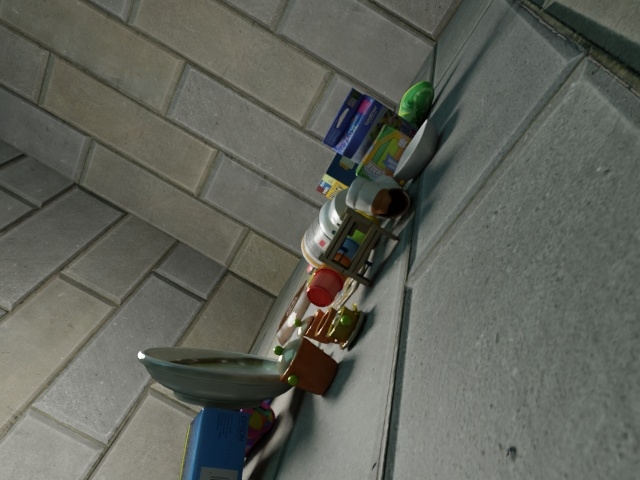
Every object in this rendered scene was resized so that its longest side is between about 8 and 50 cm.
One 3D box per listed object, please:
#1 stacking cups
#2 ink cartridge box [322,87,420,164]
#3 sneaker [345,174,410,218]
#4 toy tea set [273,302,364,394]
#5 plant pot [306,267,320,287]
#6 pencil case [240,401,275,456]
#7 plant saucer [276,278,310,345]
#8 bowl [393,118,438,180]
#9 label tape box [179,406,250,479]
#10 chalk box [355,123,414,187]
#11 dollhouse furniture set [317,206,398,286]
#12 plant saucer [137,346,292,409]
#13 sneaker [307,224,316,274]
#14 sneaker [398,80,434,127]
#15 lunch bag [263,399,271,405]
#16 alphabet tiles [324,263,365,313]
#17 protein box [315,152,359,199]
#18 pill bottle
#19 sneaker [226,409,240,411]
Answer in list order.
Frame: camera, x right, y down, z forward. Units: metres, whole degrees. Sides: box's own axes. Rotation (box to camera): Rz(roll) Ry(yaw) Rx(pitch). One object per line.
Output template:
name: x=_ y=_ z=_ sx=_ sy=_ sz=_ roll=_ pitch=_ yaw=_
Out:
stacking cups: x=0.059 y=0.048 z=1.333 sx=0.096 sy=0.096 sz=0.316 roll=-56 pitch=1 yaw=44
ink cartridge box: x=0.162 y=-0.311 z=1.636 sx=0.065 sy=0.311 sz=0.185 roll=43 pitch=107 yaw=44
sneaker: x=0.166 y=-0.092 z=1.322 sx=0.290 sy=0.123 sz=0.105 roll=-16 pitch=-52 yaw=-65
toy tea set: x=-0.027 y=0.212 z=1.165 sx=0.200 sy=0.124 sz=0.336 roll=-61 pitch=4 yaw=-13
plant pot: x=0.006 y=0.130 z=1.646 sx=0.081 sy=0.083 sz=0.081 roll=-58 pitch=5 yaw=20
pencil case: x=-0.201 y=0.505 z=1.439 sx=0.236 sy=0.104 sz=0.104 roll=-54 pitch=7 yaw=43
plant saucer: x=-0.096 y=0.272 z=2.166 sx=0.310 sy=0.050 sz=0.310 roll=-58 pitch=5 yaw=7
bowl: x=0.250 y=-0.224 z=1.390 sx=0.142 sy=0.053 sz=0.142 roll=-56 pitch=6 yaw=43
label tape box: x=-0.265 y=0.549 z=1.273 sx=0.347 sy=0.115 sz=0.249 roll=123 pitch=154 yaw=-58
chalk box: x=0.184 y=-0.208 z=1.550 sx=0.213 sy=0.132 sz=0.132 roll=-60 pitch=4 yaw=12
dollhouse furniture set: x=0.084 y=0.009 z=1.247 sx=0.129 sy=0.129 sz=0.183 roll=-60 pitch=0 yaw=5
plant saucer: x=-0.239 y=0.335 z=1.313 sx=0.400 sy=0.401 sz=0.100 roll=145 pitch=133 yaw=-81
sneaker: x=0.000 y=0.000 z=2.291 sx=0.313 sy=0.136 sz=0.116 roll=-62 pitch=3 yaw=-22
sneaker: x=0.300 y=-0.394 z=1.833 sx=0.295 sy=0.109 sz=0.123 roll=-58 pitch=27 yaw=9
lunch bag: x=-0.200 y=0.440 z=1.644 sx=0.151 sy=0.129 sz=0.096 roll=-59 pitch=4 yaw=20
alphabet tiles: x=0.065 y=0.129 z=1.466 sx=0.237 sy=0.009 sz=0.198 roll=-56 pitch=6 yaw=41
protein box: x=0.125 y=-0.241 z=2.014 sx=0.201 sy=0.200 sz=0.136 roll=-62 pitch=4 yaw=-25
pill bottle: x=0.055 y=-0.030 z=1.628 sx=0.162 sy=0.162 sz=0.278 roll=-62 pitch=5 yaw=-33
sneaker: x=-0.245 y=0.527 z=1.597 sx=0.051 sy=0.170 sz=0.089 roll=-28 pitch=19 yaw=-19
